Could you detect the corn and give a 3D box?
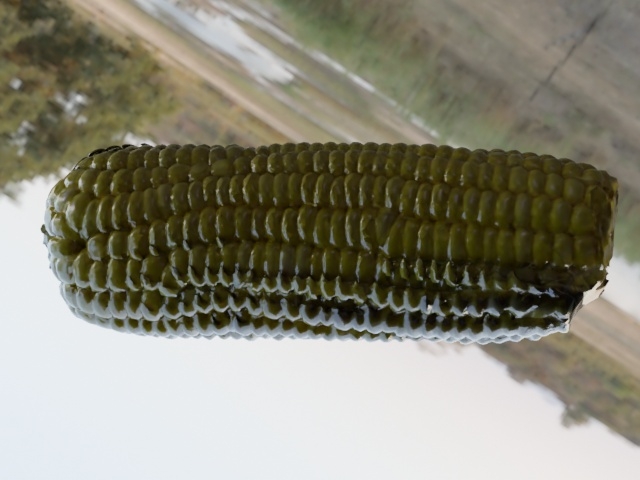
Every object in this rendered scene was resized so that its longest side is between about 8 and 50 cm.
[{"bbox_3d":[0.000,0.000,0.427,0.203,0.072,0.072,0,172,13],"label":"corn"}]
